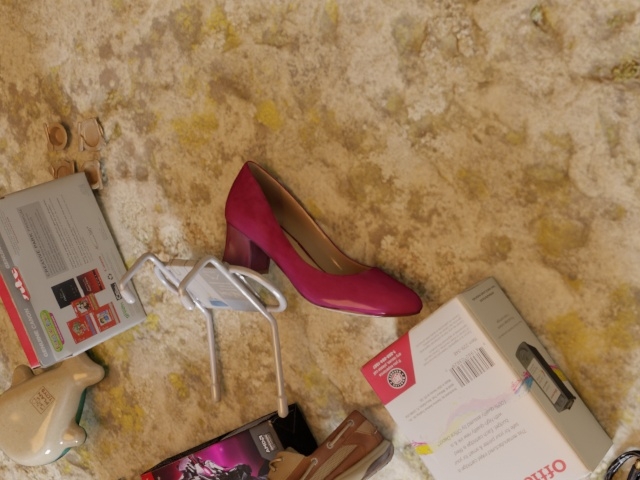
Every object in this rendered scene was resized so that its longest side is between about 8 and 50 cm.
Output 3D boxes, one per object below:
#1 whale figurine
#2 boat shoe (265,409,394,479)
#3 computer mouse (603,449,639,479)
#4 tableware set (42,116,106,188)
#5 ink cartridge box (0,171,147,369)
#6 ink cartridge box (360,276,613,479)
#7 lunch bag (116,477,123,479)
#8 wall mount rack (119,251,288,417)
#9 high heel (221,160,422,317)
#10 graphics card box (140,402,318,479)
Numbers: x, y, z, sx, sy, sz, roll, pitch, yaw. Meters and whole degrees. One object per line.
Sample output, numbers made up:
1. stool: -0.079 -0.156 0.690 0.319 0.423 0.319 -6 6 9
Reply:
1. whale figurine: -0.538 0.332 1.997 0.216 0.141 0.272 42 96 18
2. boat shoe: -0.036 0.392 1.584 0.116 0.324 0.123 55 161 9
3. computer mouse: 0.426 0.413 1.422 0.071 0.041 0.242 18 111 29
4. tableware set: -0.468 -0.161 1.875 0.169 0.020 0.141 -1 101 34
5. ink cartridge box: -0.503 0.061 1.790 0.130 0.272 0.309 -20 94 35
6. ink cartridge box: 0.240 0.243 1.446 0.226 0.131 0.306 -41 80 33
7. lunch bag: -0.410 0.539 1.993 0.083 0.053 0.071 49 124 3
8. wall mount rack: -0.178 0.149 1.670 0.350 0.130 0.304 1 137 51
9. high heel: 0.000 0.000 1.553 0.377 0.127 0.181 16 104 25
10. graphics card box: -0.142 0.464 1.773 0.371 0.094 0.232 -28 86 34
